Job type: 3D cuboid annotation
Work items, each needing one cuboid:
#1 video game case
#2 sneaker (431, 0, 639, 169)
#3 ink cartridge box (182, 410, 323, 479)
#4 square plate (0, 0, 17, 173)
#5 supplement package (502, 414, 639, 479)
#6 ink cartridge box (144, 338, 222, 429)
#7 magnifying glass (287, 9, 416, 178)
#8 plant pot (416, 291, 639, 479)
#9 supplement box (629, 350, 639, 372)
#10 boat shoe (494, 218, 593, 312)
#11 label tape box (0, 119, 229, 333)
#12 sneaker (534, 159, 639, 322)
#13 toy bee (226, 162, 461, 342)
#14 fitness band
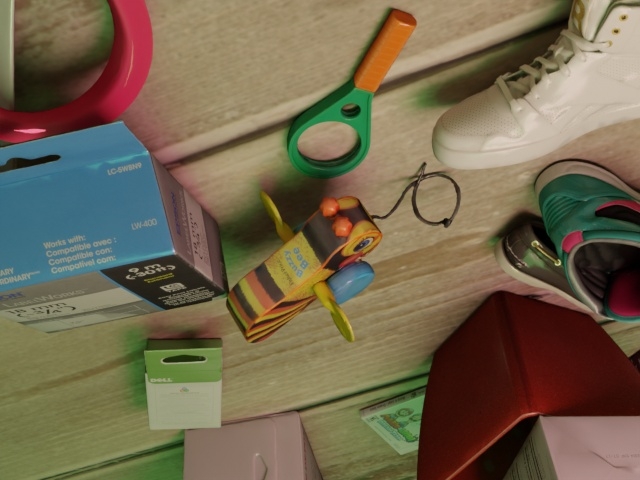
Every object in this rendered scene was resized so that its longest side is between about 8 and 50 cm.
[{"bbox_3d":[0.163,0.299,1.524,0.143,0.019,0.157,-23,136,18],"label":"video game case"},{"bbox_3d":[0.241,-0.185,0.924,0.292,0.108,0.169,-20,137,0],"label":"sneaker"},{"bbox_3d":[-0.100,0.446,1.525,0.197,0.198,0.270,-9,138,4],"label":"ink cartridge box"},{"bbox_3d":[-0.450,-0.183,0.809,0.347,0.049,0.344,-3,129,-22],"label":"square plate"},{"bbox_3d":[0.344,0.329,1.125,0.194,0.149,0.203,2,137,-9],"label":"supplement package"},{"bbox_3d":[-0.196,0.194,1.326,0.109,0.062,0.209,0,138,-7],"label":"ink cartridge box"},{"bbox_3d":[0.036,-0.151,0.992,0.092,0.026,0.231,14,137,-21],"label":"magnifying glass"},{"bbox_3d":[0.296,0.230,1.298,0.267,0.236,0.267,16,135,-22],"label":"plant pot"},{"bbox_3d":[0.554,0.215,1.437,0.130,0.073,0.239,17,135,-25],"label":"supplement box"},{"bbox_3d":[0.338,0.035,1.196,0.228,0.081,0.069,18,138,-22],"label":"boat shoe"},{"bbox_3d":[-0.257,0.005,0.975,0.240,0.106,0.334,-12,164,6],"label":"label tape box"},{"bbox_3d":[0.397,0.024,1.087,0.295,0.178,0.124,18,135,-12],"label":"sneaker"},{"bbox_3d":[0.000,0.000,1.042,0.298,0.195,0.162,-55,160,0],"label":"toy bee"},{"bbox_3d":[-0.264,-0.204,0.811,0.209,0.054,0.291,-34,141,-13],"label":"fitness band"}]
